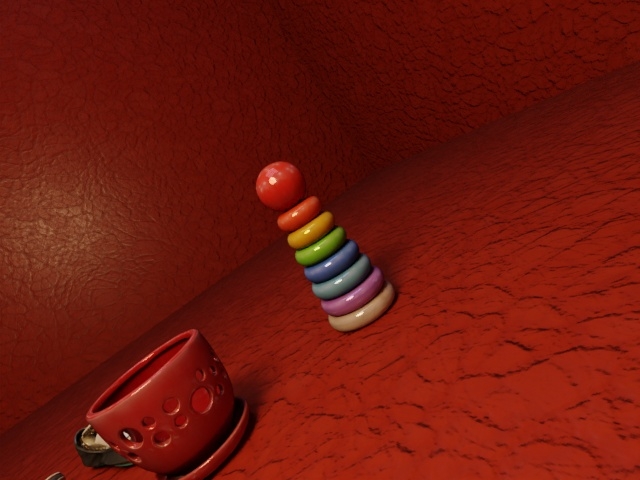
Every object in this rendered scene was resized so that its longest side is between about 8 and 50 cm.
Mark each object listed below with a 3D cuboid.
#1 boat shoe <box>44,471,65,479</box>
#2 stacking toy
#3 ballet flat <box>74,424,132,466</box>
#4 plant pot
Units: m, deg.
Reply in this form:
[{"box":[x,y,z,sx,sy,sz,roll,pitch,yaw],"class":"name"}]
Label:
[{"box":[-0.544,0.515,0.784,0.043,0.049,0.137,12,15,4],"class":"boat shoe"},{"box":[0.000,0.000,0.745,0.141,0.330,0.141,-31,10,6],"class":"stacking toy"},{"box":[-0.408,0.391,0.797,0.281,0.096,0.095,-27,11,29],"class":"ballet flat"},{"box":[-0.222,0.262,0.623,0.191,0.174,0.191,-31,11,7],"class":"plant pot"}]
